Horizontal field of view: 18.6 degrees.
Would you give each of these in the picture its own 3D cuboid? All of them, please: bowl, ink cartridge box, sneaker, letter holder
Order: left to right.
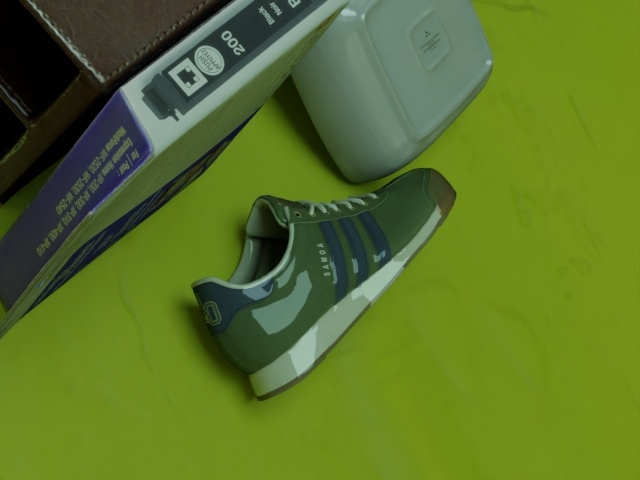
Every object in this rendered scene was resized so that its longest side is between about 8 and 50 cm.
[{"bbox_3d":[-0.122,-0.207,1.099,0.214,0.152,0.302,50,53,-3],"label":"letter holder"},{"bbox_3d":[-0.098,-0.039,1.008,0.045,0.206,0.208,46,52,0],"label":"ink cartridge box"},{"bbox_3d":[0.000,0.000,1.139,0.086,0.064,0.192,49,57,-11],"label":"sneaker"},{"bbox_3d":[0.048,-0.120,1.198,0.142,0.053,0.142,-44,120,-34],"label":"bowl"}]
